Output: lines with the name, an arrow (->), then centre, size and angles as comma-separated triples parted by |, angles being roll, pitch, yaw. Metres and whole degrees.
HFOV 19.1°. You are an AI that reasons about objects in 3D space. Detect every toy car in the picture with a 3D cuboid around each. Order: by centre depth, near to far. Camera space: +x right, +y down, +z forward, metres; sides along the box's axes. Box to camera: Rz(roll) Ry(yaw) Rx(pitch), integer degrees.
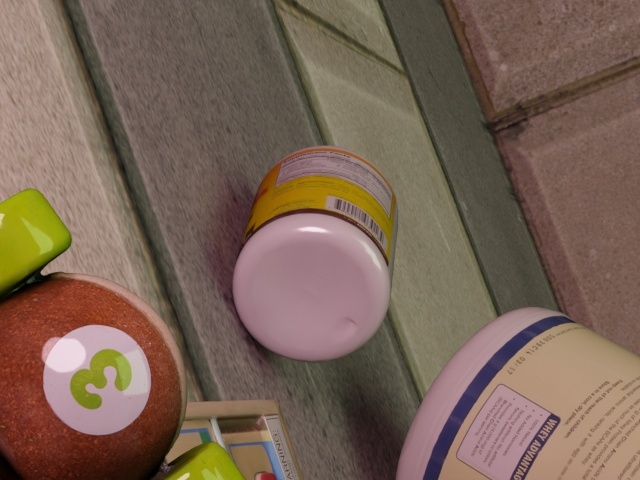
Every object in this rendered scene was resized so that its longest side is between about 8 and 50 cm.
toy car -> -0.142, 0.093, 0.718 | 0.155, 0.149, 0.188 | 55, 26, -3

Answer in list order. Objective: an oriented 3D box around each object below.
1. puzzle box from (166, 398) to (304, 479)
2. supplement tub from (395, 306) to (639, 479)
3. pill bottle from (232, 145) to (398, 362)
puzzle box -> -0.019, 0.286, 1.063 | 0.272, 0.052, 0.409 | 12, 57, -74
supplement tub -> 0.251, 0.221, 1.567 | 0.325, 0.235, 0.235 | 30, -10, 32
pill bottle -> 0.000, 0.000, 1.466 | 0.215, 0.117, 0.117 | -78, 144, -68
